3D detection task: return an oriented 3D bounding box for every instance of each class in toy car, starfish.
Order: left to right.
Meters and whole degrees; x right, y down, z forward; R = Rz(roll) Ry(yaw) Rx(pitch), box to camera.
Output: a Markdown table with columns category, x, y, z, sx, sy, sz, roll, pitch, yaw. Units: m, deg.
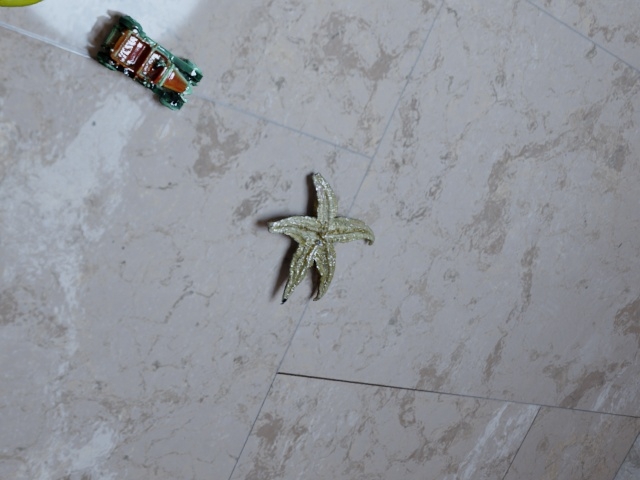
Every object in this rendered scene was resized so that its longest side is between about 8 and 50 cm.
| category | x | y | z | sx | sy | sz | roll | pitch | yaw |
| --- | --- | --- | --- | --- | --- | --- | --- | --- | --- |
| toy car | -0.221 | -0.229 | 1.095 | 0.143 | 0.054 | 0.073 | 33 | 94 | -40 |
| starfish | -0.001 | 0.000 | 1.377 | 0.240 | 0.043 | 0.227 | 2 | 115 | -39 |

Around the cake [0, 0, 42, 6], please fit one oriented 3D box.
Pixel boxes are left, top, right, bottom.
| category | x | y | z | sx | sy | sz | roll | pitch | yaw |
| --- | --- | --- | --- | --- | --- | --- | --- | --- | --- |
| cake | -0.363 | -0.368 | 0.856 | 0.179 | 0.156 | 0.260 | -32 | 130 | -20 |
